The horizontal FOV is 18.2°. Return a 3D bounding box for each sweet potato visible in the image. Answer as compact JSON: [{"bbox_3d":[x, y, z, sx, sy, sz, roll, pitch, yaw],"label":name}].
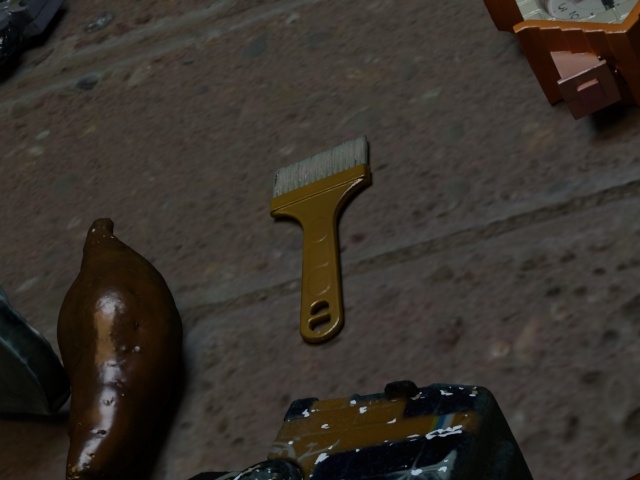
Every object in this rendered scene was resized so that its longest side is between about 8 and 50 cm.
[{"bbox_3d":[-0.177,0.087,1.764,0.112,0.112,0.359,-25,37,9],"label":"sweet potato"}]

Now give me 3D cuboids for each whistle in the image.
[{"bbox_3d":[-0.394,0.074,1.891,0.188,0.168,0.405,-37,34,-9],"label":"whistle"}]

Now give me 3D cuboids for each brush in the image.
[{"bbox_3d":[0.000,0.000,1.822,0.103,0.013,0.272,-21,36,16],"label":"brush"}]

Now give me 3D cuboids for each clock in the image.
[{"bbox_3d":[0.265,-0.228,1.823,0.220,0.106,0.255,-26,35,9],"label":"clock"}]

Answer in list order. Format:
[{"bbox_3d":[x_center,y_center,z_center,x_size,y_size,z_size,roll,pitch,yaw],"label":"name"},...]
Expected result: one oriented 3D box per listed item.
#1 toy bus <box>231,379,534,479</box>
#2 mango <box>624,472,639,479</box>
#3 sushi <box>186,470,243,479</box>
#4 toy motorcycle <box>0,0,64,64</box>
[{"bbox_3d":[0.024,0.246,1.319,0.194,0.162,0.323,-11,30,29],"label":"toy bus"},{"bbox_3d":[0.195,0.259,1.252,0.146,0.129,0.289,4,56,40],"label":"mango"},{"bbox_3d":[-0.088,0.231,1.534,0.193,0.040,0.210,-6,11,39],"label":"sushi"},{"bbox_3d":[-0.380,-0.281,2.413,0.152,0.073,0.225,-2,43,38],"label":"toy motorcycle"}]
